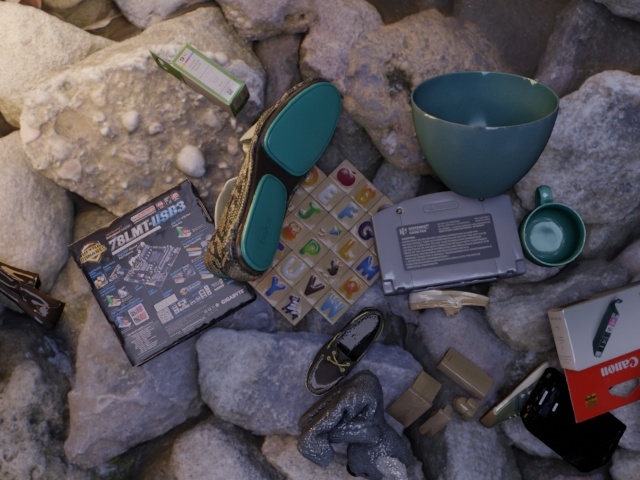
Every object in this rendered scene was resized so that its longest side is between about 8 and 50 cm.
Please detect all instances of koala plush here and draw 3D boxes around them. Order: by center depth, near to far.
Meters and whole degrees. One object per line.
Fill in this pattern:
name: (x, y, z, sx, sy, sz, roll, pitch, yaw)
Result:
koala plush: (0.094, 0.396, 1.793, 0.203, 0.196, 0.221, -43, 93, 5)

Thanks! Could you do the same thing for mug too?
mug: (0.481, -0.021, 1.875, 0.129, 0.097, 0.158, 24, 85, 3)

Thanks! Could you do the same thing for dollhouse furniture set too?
dollhouse furniture set: (0.250, 0.326, 1.884, 0.144, 0.123, 0.151, 37, 52, 3)

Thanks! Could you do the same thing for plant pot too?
plant pot: (0.327, -0.202, 1.827, 0.290, 0.290, 0.195, -2, 121, 0)

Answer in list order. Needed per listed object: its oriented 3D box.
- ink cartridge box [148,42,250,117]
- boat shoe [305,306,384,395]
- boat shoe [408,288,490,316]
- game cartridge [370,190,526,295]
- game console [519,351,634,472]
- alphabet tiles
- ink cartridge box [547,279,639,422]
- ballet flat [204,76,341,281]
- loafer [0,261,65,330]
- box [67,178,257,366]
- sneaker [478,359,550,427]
ink cartridge box: (-0.254, -0.353, 1.905, 0.209, 0.109, 0.062, 34, 86, 4)
boat shoe: (0.048, 0.230, 1.872, 0.081, 0.069, 0.228, 40, 87, 3)
boat shoe: (0.268, 0.131, 1.886, 0.170, 0.063, 0.059, 5, 88, 10)
game cartridge: (0.261, -0.002, 1.868, 0.297, 0.062, 0.198, -8, 69, -2)
game console: (0.574, 0.284, 1.856, 0.213, 0.044, 0.361, 39, 76, -14)
alphabet tiles: (0.000, 0.000, 1.888, 0.285, 0.011, 0.342, 44, 75, 4)
ink cartridge box: (0.611, 0.219, 1.820, 0.275, 0.060, 0.239, -15, 91, -20)
ballet flat: (-0.119, -0.134, 1.843, 0.164, 0.182, 0.483, 42, 59, -37)
loafer: (-0.626, 0.096, 1.894, 0.220, 0.080, 0.078, 41, 77, -1)
box: (-0.331, 0.068, 1.888, 0.295, 0.073, 0.293, -30, 84, -3)
sneaker: (0.426, 0.340, 1.860, 0.192, 0.064, 0.086, -40, 81, -6)
